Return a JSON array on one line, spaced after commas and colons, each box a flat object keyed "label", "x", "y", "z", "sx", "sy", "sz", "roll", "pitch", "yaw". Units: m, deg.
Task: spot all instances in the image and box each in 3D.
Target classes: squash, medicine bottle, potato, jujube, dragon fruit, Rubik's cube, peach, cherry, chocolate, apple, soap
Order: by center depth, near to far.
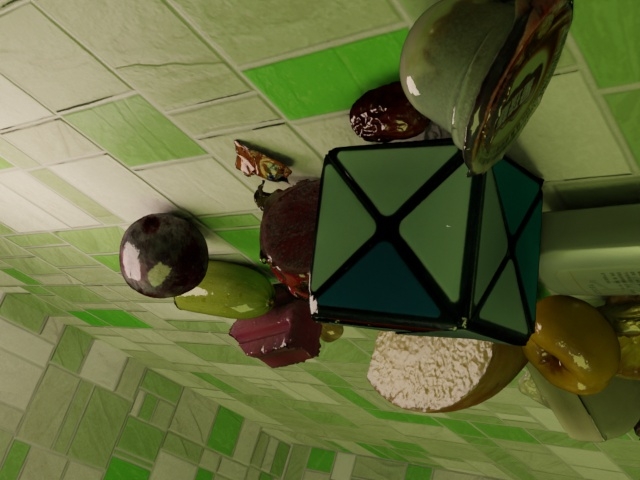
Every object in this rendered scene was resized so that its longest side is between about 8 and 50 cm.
[{"label": "chocolate", "x": 0.160, "y": -0.191, "z": 0.792, "sx": 0.147, "sy": 0.221, "sz": 0.221, "roll": 32, "pitch": 160, "yaw": 17}, {"label": "jujube", "x": 0.090, "y": -0.170, "z": 0.989, "sx": 0.077, "sy": 0.077, "sz": 0.129, "roll": 34, "pitch": 162, "yaw": -32}, {"label": "Rubik's cube", "x": 0.152, "y": 0.009, "z": 1.039, "sx": 0.249, "sy": 0.247, "sz": 0.248, "roll": 1, "pitch": 171, "yaw": 34}, {"label": "medicine bottle", "x": 0.479, "y": 0.012, "z": 1.045, "sx": 0.324, "sy": 0.124, "sz": 0.179, "roll": -3, "pitch": 154, "yaw": 42}, {"label": "peach", "x": 0.403, "y": 0.169, "z": 1.204, "sx": 0.179, "sy": 0.103, "sz": 0.179, "roll": 47, "pitch": 160, "yaw": 23}, {"label": "dragon fruit", "x": 0.000, "y": 0.000, "z": 1.276, "sx": 0.282, "sy": 0.211, "sz": 0.147, "roll": 33, "pitch": 163, "yaw": 39}, {"label": "apple", "x": 0.261, "y": 0.190, "z": 1.411, "sx": 0.309, "sy": 0.314, "sz": 0.252, "roll": 10, "pitch": 128, "yaw": 50}, {"label": "cherry", "x": -0.340, "y": 0.028, "z": 1.586, "sx": 0.195, "sy": 0.195, "sz": 0.195, "roll": 15, "pitch": 156, "yaw": 7}, {"label": "squash", "x": -0.214, "y": 0.119, "z": 1.747, "sx": 0.247, "sy": 0.133, "sz": 0.132, "roll": 8, "pitch": 154, "yaw": 19}, {"label": "soap", "x": -0.116, "y": 0.215, "z": 1.825, "sx": 0.112, "sy": 0.182, "sz": 0.289, "roll": 30, "pitch": 148, "yaw": -30}, {"label": "potato", "x": 0.025, "y": 0.231, "z": 1.904, "sx": 0.068, "sy": 0.062, "sz": 0.083, "roll": 38, "pitch": 132, "yaw": 21}]

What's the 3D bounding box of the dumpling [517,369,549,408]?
[{"label": "dumpling", "x": 0.569, "y": 0.302, "z": 1.617, "sx": 0.252, "sy": 0.131, "sz": 0.179, "roll": 9, "pitch": 135, "yaw": -8}]

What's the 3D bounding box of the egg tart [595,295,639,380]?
[{"label": "egg tart", "x": 0.589, "y": 0.148, "z": 1.257, "sx": 0.318, "sy": 0.128, "sz": 0.319, "roll": 13, "pitch": 156, "yaw": 6}]

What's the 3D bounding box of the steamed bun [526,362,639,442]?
[{"label": "steamed bun", "x": 0.523, "y": 0.259, "z": 1.450, "sx": 0.242, "sy": 0.164, "sz": 0.146, "roll": 59, "pitch": 160, "yaw": 2}]

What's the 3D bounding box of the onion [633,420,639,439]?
[{"label": "onion", "x": 0.755, "y": 0.292, "z": 1.410, "sx": 0.267, "sy": 0.159, "sz": 0.349, "roll": 4, "pitch": 156, "yaw": 0}]

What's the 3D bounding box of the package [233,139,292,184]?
[{"label": "package", "x": -0.100, "y": -0.125, "z": 1.258, "sx": 0.110, "sy": 0.033, "sz": 0.077, "roll": 21, "pitch": 166, "yaw": 4}]
